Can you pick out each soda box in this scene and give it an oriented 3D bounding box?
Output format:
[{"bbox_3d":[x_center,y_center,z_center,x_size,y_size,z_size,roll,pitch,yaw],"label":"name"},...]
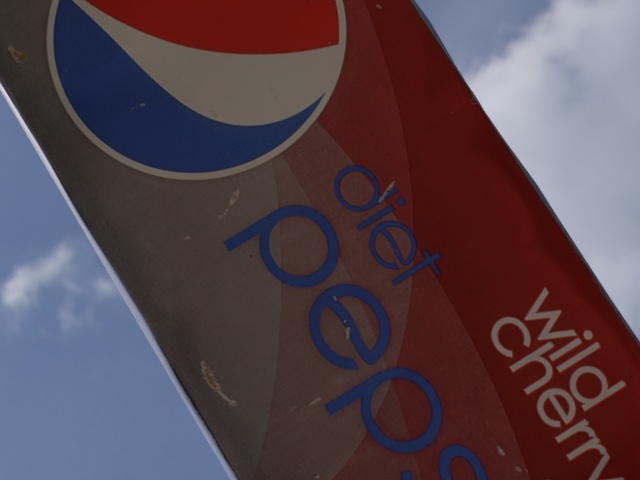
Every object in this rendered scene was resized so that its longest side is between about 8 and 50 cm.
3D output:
[{"bbox_3d":[0.000,0.000,0.428,0.092,0.083,0.263,-31,-101,-4],"label":"soda box"}]
